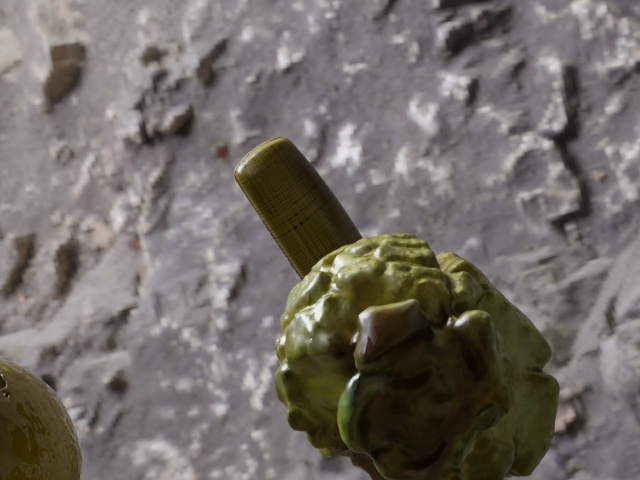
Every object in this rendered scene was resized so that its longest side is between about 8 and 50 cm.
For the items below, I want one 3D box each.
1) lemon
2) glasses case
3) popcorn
[{"bbox_3d":[-0.352,0.230,1.455,0.228,0.228,0.253,56,-177,27],"label":"lemon"},{"bbox_3d":[0.000,0.000,1.486,0.234,0.079,0.064,56,171,-15],"label":"glasses case"},{"bbox_3d":[0.088,0.118,1.319,0.258,0.224,0.270,28,164,43],"label":"popcorn"}]
